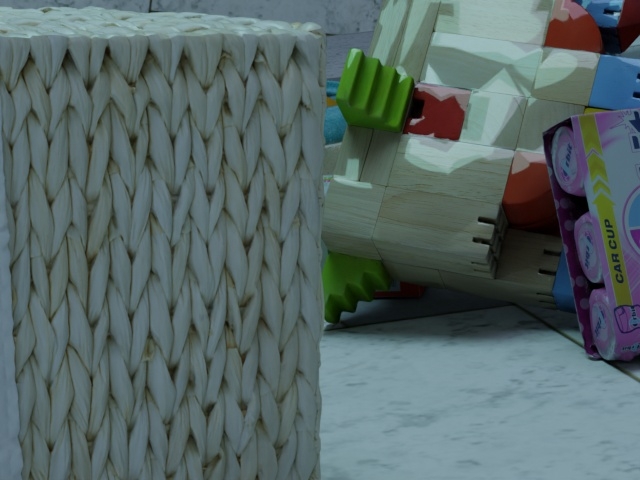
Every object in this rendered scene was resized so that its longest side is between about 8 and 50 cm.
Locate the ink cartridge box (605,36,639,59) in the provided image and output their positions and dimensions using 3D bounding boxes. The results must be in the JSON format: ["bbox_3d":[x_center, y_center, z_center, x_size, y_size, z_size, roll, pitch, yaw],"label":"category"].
[{"bbox_3d":[0.255,-0.099,1.859,0.273,0.197,0.114,-10,20,-26],"label":"ink cartridge box"}]

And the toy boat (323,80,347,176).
[{"bbox_3d":[-0.086,-0.133,2.280,0.318,0.148,0.267,1,13,19],"label":"toy boat"}]

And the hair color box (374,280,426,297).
[{"bbox_3d":[0.069,0.016,1.778,0.072,0.043,0.141,-1,13,15],"label":"hair color box"}]

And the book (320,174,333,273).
[{"bbox_3d":[0.000,0.000,1.746,0.035,0.096,0.144,-3,12,5],"label":"book"}]

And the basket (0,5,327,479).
[{"bbox_3d":[-0.183,0.018,1.204,0.266,0.331,0.328,-6,11,-36],"label":"basket"}]

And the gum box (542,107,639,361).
[{"bbox_3d":[0.246,-0.004,1.490,0.107,0.188,0.062,-8,-9,-18],"label":"gum box"}]

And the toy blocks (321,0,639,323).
[{"bbox_3d":[0.166,-0.100,1.622,0.261,0.381,0.191,10,-19,17],"label":"toy blocks"}]
